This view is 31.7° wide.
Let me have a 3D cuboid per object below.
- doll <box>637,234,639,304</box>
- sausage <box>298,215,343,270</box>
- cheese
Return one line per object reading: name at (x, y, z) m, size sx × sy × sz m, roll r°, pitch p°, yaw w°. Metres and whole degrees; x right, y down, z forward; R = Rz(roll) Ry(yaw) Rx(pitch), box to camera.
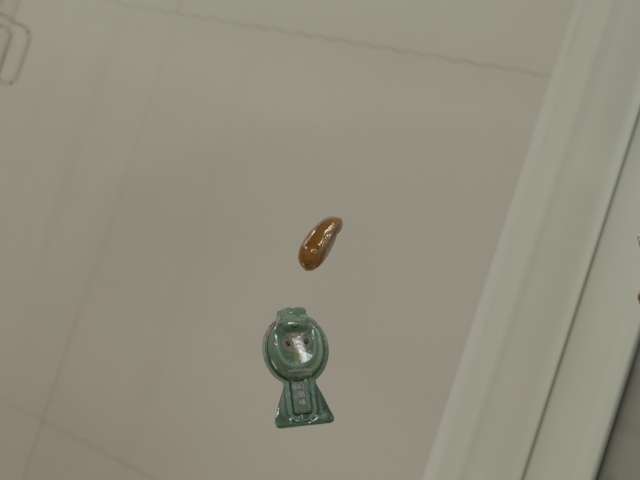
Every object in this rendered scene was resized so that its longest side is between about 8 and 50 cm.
doll at (0.513, 0.096, 1.523) m, size 0.183 × 0.217 × 0.085 m, roll 3°, pitch -20°, yaw -8°
sausage at (0.000, 0.000, 2.107) m, size 0.054 × 0.062 × 0.183 m, roll 42°, pitch 38°, yaw -7°
cheese at (-0.022, 0.125, 1.117) m, size 0.067 × 0.121 × 0.026 m, roll -5°, pitch -18°, yaw -9°
